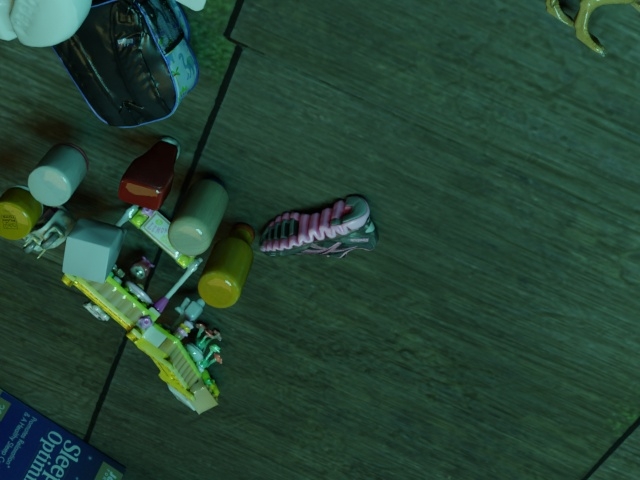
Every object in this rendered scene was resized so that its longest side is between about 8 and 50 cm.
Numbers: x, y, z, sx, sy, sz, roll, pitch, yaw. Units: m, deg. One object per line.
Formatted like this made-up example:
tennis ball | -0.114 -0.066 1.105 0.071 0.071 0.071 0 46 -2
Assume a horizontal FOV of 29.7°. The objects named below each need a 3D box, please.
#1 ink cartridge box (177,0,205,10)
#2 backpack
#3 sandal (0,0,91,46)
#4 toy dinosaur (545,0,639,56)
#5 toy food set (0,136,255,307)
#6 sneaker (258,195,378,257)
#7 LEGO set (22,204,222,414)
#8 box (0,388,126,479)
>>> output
ink cartridge box | -0.095 -0.274 0.898 0.104 0.061 0.181 28 131 -5
backpack | -0.155 -0.158 0.998 0.105 0.084 0.114 -7 123 28
sandal | -0.344 -0.280 0.954 0.416 0.102 0.169 31 147 9
toy dinosaur | 0.205 -0.204 0.872 0.212 0.064 0.112 26 114 -17
toy food set | -0.169 -0.031 1.094 0.232 0.104 0.111 15 121 2
sneaker | 0.000 0.000 1.112 0.119 0.047 0.057 -12 135 28
LEGO set | -0.157 0.060 1.198 0.287 0.107 0.132 49 161 -28
box | -0.313 0.278 1.380 0.225 0.136 0.036 36 130 -13
